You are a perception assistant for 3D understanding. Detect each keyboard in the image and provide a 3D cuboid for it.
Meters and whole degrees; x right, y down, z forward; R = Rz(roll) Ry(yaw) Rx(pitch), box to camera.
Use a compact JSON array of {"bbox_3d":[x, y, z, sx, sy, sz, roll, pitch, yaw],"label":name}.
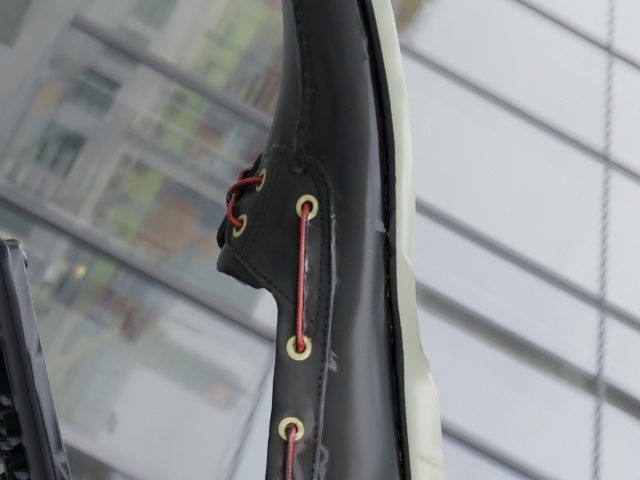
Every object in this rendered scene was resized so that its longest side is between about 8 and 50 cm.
[{"bbox_3d":[-0.058,0.102,0.352,0.100,0.038,0.192,97,-21,-60],"label":"keyboard"}]

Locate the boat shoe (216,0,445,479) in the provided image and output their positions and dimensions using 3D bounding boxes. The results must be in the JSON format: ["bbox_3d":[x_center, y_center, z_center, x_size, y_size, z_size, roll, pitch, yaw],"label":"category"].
[{"bbox_3d":[0.000,0.000,0.329,0.049,0.042,0.133,-53,139,-89],"label":"boat shoe"}]
